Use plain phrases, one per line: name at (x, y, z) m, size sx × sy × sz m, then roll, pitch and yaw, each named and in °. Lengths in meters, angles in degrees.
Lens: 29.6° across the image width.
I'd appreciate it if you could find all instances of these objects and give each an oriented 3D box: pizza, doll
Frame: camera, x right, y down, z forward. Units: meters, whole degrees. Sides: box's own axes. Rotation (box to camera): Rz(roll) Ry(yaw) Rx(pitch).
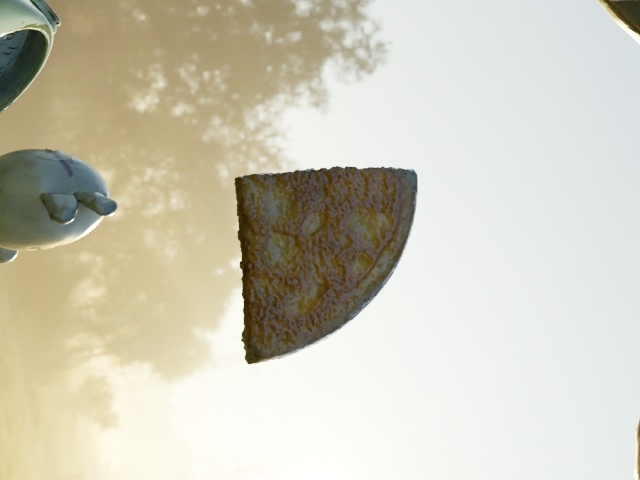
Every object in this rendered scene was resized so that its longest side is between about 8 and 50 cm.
pizza at (0.013, 0.032, 1.667) m, size 0.087 × 0.258 × 0.268 m, roll 132°, pitch -45°, yaw -82°
doll at (-0.309, -0.042, 1.229) m, size 0.275 × 0.155 × 0.113 m, roll -13°, pitch -98°, yaw 49°

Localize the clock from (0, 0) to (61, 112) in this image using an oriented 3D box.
clock at (-0.293, -0.147, 0.987) m, size 0.069 × 0.170 × 0.232 m, roll 47°, pitch 11°, yaw 6°

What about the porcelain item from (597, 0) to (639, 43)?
porcelain item at (0.210, -0.215, 0.929) m, size 0.054 × 0.213 × 0.084 m, roll -54°, pitch -169°, yaw 4°

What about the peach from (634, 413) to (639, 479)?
peach at (0.515, 0.254, 1.357) m, size 0.343 × 0.301 × 0.343 m, roll 41°, pitch -4°, yaw 3°
